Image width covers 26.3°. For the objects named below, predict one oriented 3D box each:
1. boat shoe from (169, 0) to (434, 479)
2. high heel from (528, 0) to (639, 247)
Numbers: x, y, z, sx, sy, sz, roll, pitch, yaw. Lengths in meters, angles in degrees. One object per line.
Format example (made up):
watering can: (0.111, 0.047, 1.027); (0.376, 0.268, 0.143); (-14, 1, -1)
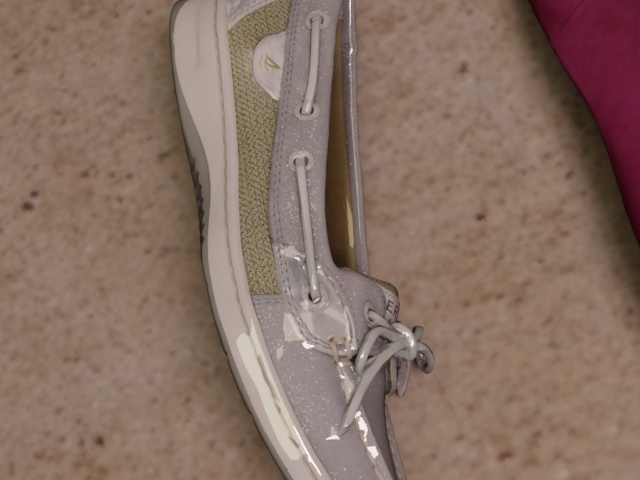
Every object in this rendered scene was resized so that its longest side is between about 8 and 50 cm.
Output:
boat shoe: (0.000, 0.000, 0.704); (0.103, 0.118, 0.320); (-18, 63, 9)
high heel: (0.177, -0.080, 0.732); (0.127, 0.181, 0.377); (-5, 86, -23)
